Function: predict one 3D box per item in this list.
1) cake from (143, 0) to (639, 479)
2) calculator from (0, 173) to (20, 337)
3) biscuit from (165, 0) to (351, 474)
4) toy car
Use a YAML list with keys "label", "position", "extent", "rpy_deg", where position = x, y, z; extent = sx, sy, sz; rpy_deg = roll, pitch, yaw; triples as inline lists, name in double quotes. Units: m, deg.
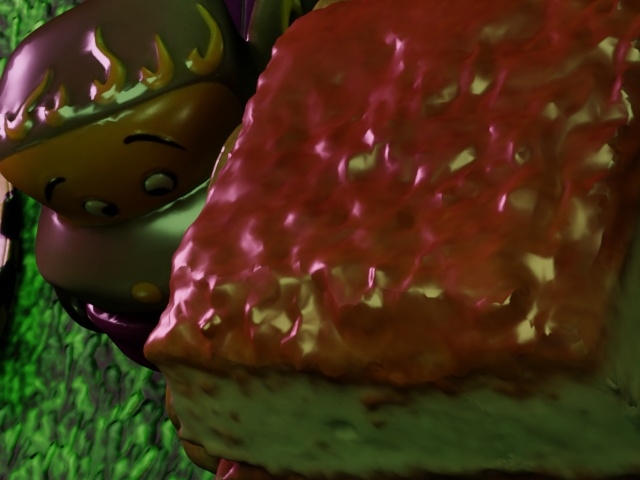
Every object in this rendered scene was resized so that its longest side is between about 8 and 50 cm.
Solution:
- label: "cake"
  position: [0.103, 0.039, 0.965]
  extent: [0.270, 0.319, 0.269]
  rpy_deg: [-2, 51, 29]
- label: "calculator"
  position: [-0.299, 0.031, 1.437]
  extent: [0.157, 0.033, 0.236]
  rpy_deg: [-19, 48, 21]
- label: "biscuit"
  position: [-0.003, -0.001, 1.111]
  extent: [0.044, 0.186, 0.295]
  rpy_deg: [20, 97, 40]
- label: "toy car"
  position: [-0.091, -0.092, 1.243]
  extent: [0.271, 0.240, 0.341]
  rpy_deg: [-19, 43, 20]
